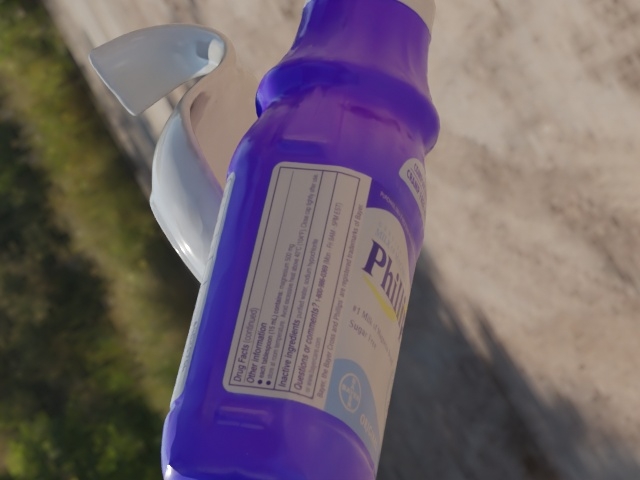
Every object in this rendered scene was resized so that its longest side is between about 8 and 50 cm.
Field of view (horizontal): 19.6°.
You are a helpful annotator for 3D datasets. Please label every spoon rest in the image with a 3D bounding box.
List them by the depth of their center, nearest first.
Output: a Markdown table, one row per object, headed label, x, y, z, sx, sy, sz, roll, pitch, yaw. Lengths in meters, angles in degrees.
| label | x | y | z | sx | sy | sz | roll | pitch | yaw |
| --- | --- | --- | --- | --- | --- | --- | --- | --- | --- |
| spoon rest | -0.059 | -0.051 | 1.048 | 0.137 | 0.084 | 0.276 | 52 | -176 | -37 |

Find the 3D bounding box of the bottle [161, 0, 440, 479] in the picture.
| label | x | y | z | sx | sy | sz | roll | pitch | yaw |
| --- | --- | --- | --- | --- | --- | --- | --- | --- | --- |
| bottle | 0.000 | 0.000 | 0.877 | 0.118 | 0.092 | 0.283 | 69 | -151 | -59 |
